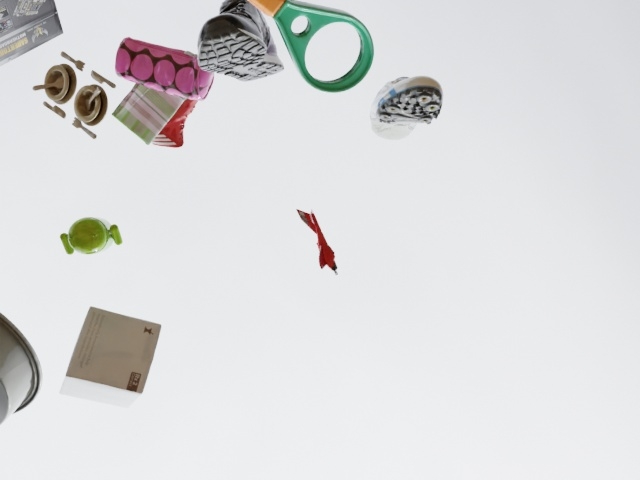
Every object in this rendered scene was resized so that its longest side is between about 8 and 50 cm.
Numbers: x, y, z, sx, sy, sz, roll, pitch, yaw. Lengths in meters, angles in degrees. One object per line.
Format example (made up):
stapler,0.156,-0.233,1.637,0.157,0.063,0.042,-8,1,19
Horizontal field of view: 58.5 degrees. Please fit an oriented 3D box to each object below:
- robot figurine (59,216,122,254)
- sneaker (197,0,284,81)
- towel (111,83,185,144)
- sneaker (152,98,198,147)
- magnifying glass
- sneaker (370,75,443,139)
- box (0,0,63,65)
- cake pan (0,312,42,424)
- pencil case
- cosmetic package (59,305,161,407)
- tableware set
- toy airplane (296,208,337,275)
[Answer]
robot figurine,-0.409,-0.009,1.021,0.101,0.115,0.067,-9,-87,-7
sneaker,-0.140,-0.336,0.909,0.107,0.283,0.124,-14,-84,7
towel,-0.388,-0.309,1.309,0.113,0.023,0.152,42,-103,-38
sneaker,-0.361,-0.325,1.479,0.221,0.128,0.087,-28,-140,1
magnifying glass,-0.029,-0.239,0.618,0.231,0.092,0.026,27,-157,-39
sneaker,0.117,-0.201,0.811,0.085,0.237,0.086,8,-89,-4
box,-0.546,-0.376,0.925,0.056,0.183,0.231,34,-122,14
cake pan,-0.524,0.162,0.753,0.293,0.293,0.054,22,-144,-10
pencil case,-0.326,-0.362,1.189,0.209,0.098,0.095,15,-126,10
cosmetic package,-0.441,0.250,1.198,0.151,0.184,0.151,19,-122,-19
tableware set,-0.514,-0.305,1.181,0.194,0.039,0.128,33,-75,24
toy airplane,0.000,0.000,1.096,0.028,0.151,0.151,-26,-100,8
